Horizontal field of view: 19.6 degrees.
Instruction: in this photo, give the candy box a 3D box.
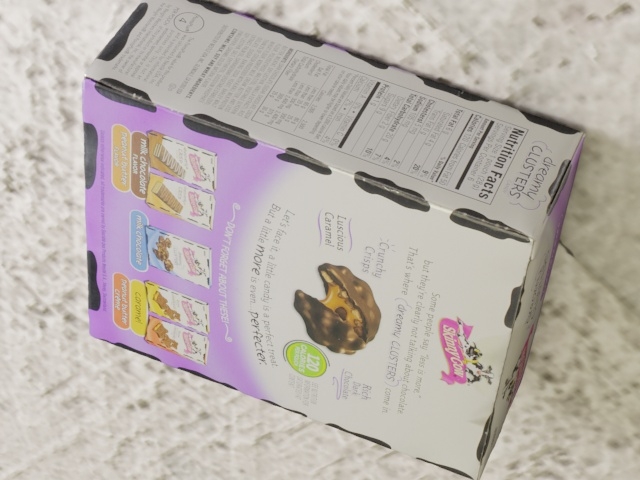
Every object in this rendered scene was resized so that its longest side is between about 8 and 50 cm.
[{"bbox_3d":[0.000,0.000,0.797,0.196,0.070,0.165,20,139,11],"label":"candy box"}]
